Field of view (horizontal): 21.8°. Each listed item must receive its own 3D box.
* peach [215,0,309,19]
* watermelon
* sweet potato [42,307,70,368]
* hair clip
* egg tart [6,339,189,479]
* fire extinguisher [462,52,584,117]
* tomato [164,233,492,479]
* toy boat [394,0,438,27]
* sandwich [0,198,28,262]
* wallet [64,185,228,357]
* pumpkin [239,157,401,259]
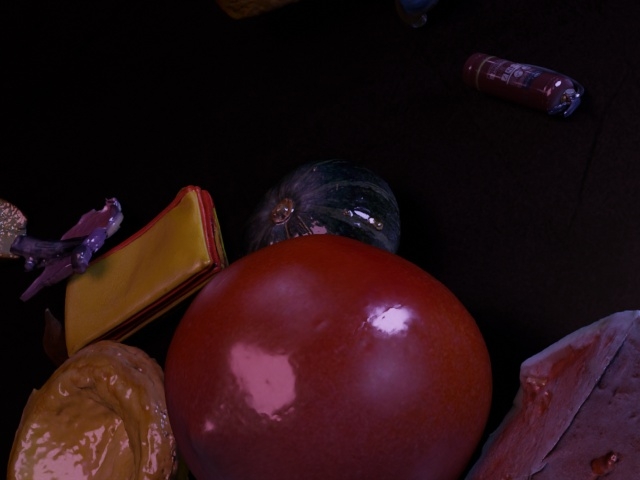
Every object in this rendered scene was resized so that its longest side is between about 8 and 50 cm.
[{"bbox_3d":[-0.034,-0.455,1.980,0.306,0.242,0.381,15,84,41],"label":"peach"},{"bbox_3d":[0.232,0.206,1.503,0.224,0.180,0.305,35,96,32],"label":"watermelon"},{"bbox_3d":[-0.330,0.126,2.116,0.049,0.117,0.049,-9,45,9],"label":"sweet potato"},{"bbox_3d":[-0.331,0.007,2.168,0.187,0.056,0.146,-12,35,40],"label":"hair clip"},{"bbox_3d":[-0.252,0.275,1.969,0.315,0.120,0.315,-19,61,39],"label":"egg tart"},{"bbox_3d":[0.221,-0.164,1.761,0.064,0.043,0.158,-33,37,-28],"label":"fire extinguisher"},{"bbox_3d":[0.000,0.152,1.624,0.321,0.321,0.322,-18,62,37],"label":"tomato"},{"bbox_3d":[0.155,-0.317,1.876,0.185,0.077,0.075,-42,48,11],"label":"toy boat"},{"bbox_3d":[-0.517,-0.021,2.356,0.244,0.088,0.090,0,70,43],"label":"sandwich"},{"bbox_3d":[-0.218,0.046,2.075,0.241,0.067,0.141,-34,46,24],"label":"wallet"},{"bbox_3d":[0.001,-0.001,1.824,0.190,0.146,0.190,-17,45,17],"label":"pumpkin"}]
